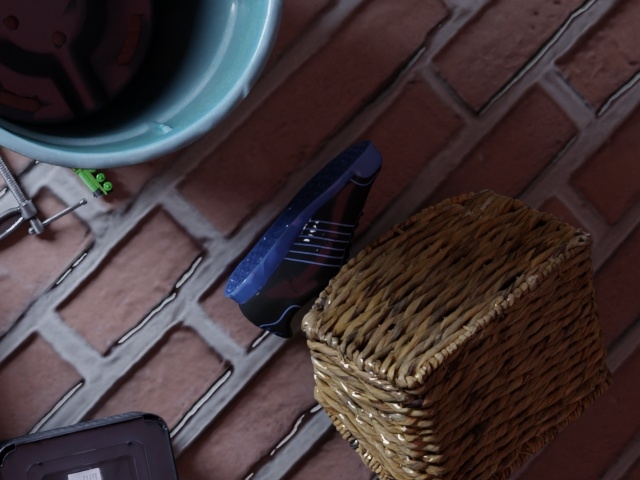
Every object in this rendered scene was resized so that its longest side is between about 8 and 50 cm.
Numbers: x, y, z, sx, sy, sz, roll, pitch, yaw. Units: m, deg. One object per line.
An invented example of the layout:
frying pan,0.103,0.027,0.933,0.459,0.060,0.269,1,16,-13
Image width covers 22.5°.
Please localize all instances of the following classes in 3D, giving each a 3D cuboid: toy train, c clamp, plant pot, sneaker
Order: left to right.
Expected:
c clamp,-0.344,-0.063,1.659,0.137,0.022,0.161,-37,104,-8
plant pot,-0.243,-0.237,1.519,0.341,0.334,0.341,-1,93,-18
toy train,-0.250,-0.078,1.688,0.023,0.017,0.083,-39,103,-3
sneaker,0.000,0.000,1.742,0.090,0.081,0.232,43,86,-18

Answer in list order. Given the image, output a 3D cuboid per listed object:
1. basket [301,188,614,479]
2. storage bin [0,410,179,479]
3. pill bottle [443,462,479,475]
basket,0.139,0.116,1.729,0.299,0.213,0.223,-37,131,-27
storage bin,-0.243,0.252,1.660,0.180,0.084,0.122,-11,89,-18
pill bottle,0.140,0.241,1.790,0.078,0.078,0.137,-4,93,-17
